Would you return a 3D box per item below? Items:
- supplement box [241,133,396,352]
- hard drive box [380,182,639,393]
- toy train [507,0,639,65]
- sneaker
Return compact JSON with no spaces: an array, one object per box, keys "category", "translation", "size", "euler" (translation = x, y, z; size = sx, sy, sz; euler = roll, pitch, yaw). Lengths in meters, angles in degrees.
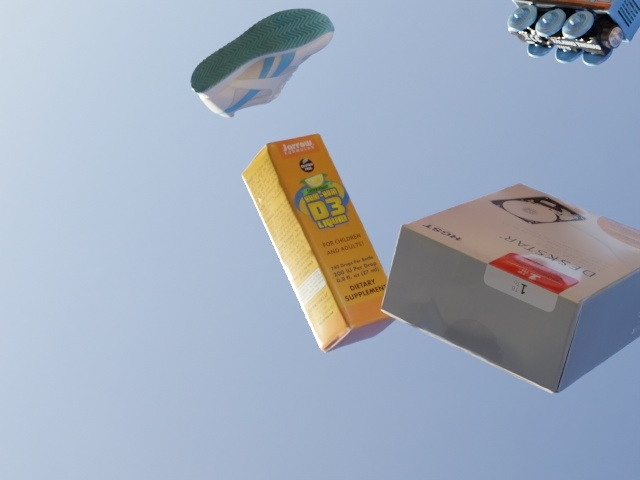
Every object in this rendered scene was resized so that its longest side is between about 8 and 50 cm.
[{"category":"supplement box","translation":[0.000,0.000,1.449],"size":[0.078,0.233,0.080],"euler":[-16,161,-32]},{"category":"hard drive box","translation":[0.197,0.036,1.193],"size":[0.181,0.089,0.232],"euler":[25,-155,28]},{"category":"toy train","translation":[0.322,-0.285,1.663],"size":[0.184,0.080,0.105],"euler":[20,-110,52]},{"category":"sneaker","translation":[-0.077,-0.266,1.950],"size":[0.229,0.092,0.087],"euler":[-26,-130,13]}]
